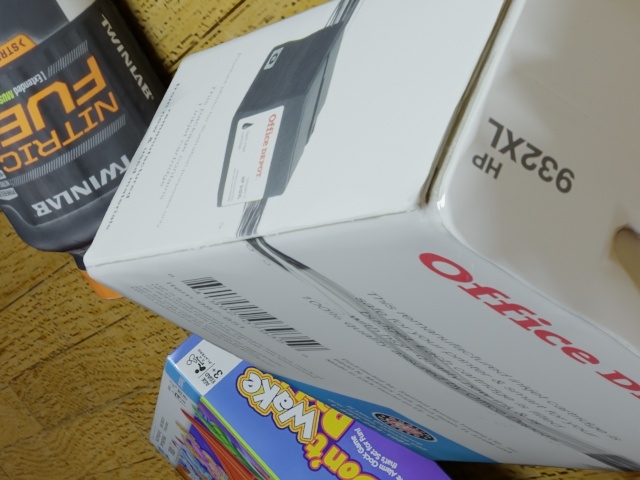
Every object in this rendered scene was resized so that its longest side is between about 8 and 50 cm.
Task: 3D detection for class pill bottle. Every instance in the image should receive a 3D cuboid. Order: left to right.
[{"bbox_3d":[-0.164,-0.084,1.142,0.130,0.130,0.246,3,128,57],"label":"pill bottle"}]

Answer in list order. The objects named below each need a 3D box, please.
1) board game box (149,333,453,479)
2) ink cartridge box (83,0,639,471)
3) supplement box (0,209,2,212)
[{"bbox_3d":[-0.004,0.168,1.210,0.233,0.078,0.347,47,165,6],"label":"board game box"},{"bbox_3d":[0.068,0.000,0.790,0.223,0.129,0.307,31,162,-23],"label":"ink cartridge box"},{"bbox_3d":[-0.256,-0.129,1.293,0.080,0.078,0.233,36,151,34],"label":"supplement box"}]
